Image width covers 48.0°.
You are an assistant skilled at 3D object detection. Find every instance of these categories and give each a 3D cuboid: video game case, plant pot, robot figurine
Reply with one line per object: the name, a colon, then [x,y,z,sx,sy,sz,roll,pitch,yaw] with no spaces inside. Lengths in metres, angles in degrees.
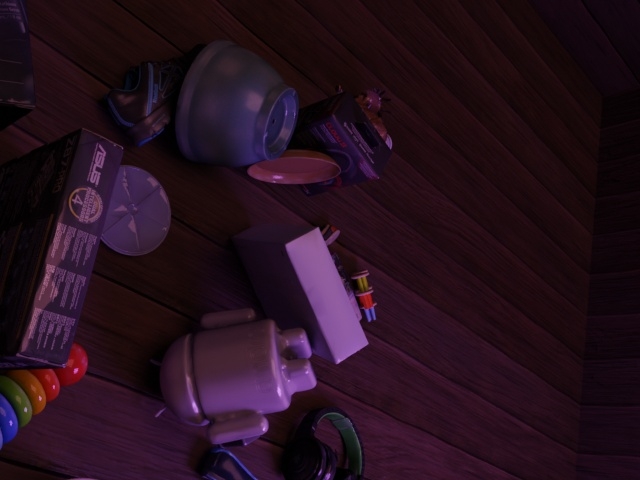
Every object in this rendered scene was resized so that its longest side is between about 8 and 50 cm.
video game case: [0.025,0.166,1.937,0.232,0.042,0.210,-41,113,-60]
plant pot: [-0.067,-0.188,1.816,0.236,0.236,0.032,11,74,-44]
plant pot: [-0.172,-0.294,1.659,0.293,0.196,0.293,-57,159,-36]
robot figurine: [-0.191,0.283,1.547,0.200,0.353,0.300,76,3,-54]

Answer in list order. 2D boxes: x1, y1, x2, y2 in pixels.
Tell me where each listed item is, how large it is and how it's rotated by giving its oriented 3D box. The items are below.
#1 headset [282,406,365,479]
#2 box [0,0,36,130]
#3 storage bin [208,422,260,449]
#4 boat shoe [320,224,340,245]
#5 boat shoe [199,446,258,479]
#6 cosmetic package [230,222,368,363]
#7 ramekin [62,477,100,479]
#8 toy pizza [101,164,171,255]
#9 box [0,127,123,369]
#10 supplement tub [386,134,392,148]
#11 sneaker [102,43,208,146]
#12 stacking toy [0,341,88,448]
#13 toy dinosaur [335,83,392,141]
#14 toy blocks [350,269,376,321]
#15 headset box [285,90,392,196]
headset: [0.027,0.594,1.790,0.243,0.185,0.394,53,38,-24]
box: [-0.688,-0.403,1.237,0.293,0.212,0.395,-3,83,-46]
storage bin: [-0.194,0.413,1.666,0.098,0.091,0.135,-21,98,-46]
boat shoe: [0.000,0.000,1.990,0.043,0.049,0.137,35,48,16]
boat shoe: [-0.183,0.588,1.653,0.258,0.109,0.089,47,57,-8]
cosmetic package: [-0.061,0.107,1.661,0.097,0.377,0.284,-30,105,-20]
ramekin: [-0.481,0.570,1.304,0.277,0.135,0.277,12,74,-45]
toy pizza: [-0.419,-0.065,1.575,0.201,0.032,0.201,12,73,-43]
box: [-0.508,0.024,1.258,0.097,0.318,0.395,26,63,-40]
supplement tub: [0.161,-0.294,2.196,0.107,0.071,0.071,-11,90,-46]
sneaker: [-0.353,-0.369,1.642,0.139,0.125,0.341,49,49,-22]
stacking toy: [-0.555,0.292,1.299,0.330,0.141,0.141,-37,108,-49]
toy dinosaur: [0.138,-0.343,2.096,0.200,0.127,0.295,-5,64,-29]
toy blocks: [0.129,0.163,2.045,0.123,0.054,0.148,-80,155,-86]
headset box: [0.028,-0.251,1.888,0.218,0.293,0.110,51,50,-27]
